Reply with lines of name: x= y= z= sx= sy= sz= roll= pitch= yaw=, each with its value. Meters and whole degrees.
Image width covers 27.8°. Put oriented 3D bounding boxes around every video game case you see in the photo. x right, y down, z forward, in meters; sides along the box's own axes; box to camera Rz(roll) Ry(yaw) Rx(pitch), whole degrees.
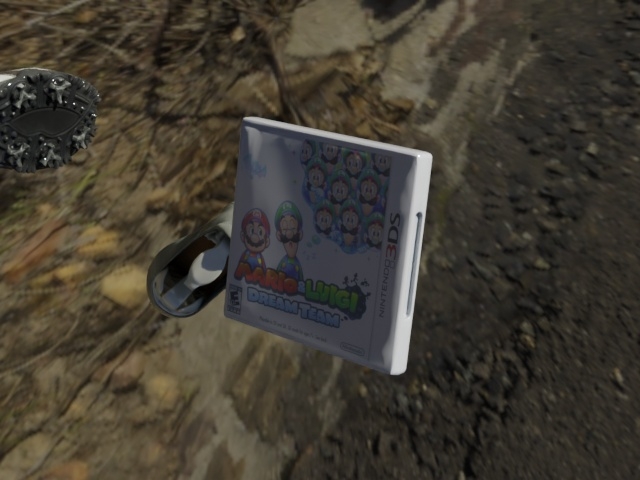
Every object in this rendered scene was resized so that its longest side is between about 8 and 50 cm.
video game case: x=0.000 y=0.000 z=0.855 sx=0.157 sy=0.019 sz=0.143 roll=16 pitch=105 yaw=40

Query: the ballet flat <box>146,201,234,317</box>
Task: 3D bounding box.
ballet flat: x=-0.123 y=0.031 z=1.244 sx=0.072 sy=0.068 sz=0.213 roll=43 pitch=135 yaw=-8

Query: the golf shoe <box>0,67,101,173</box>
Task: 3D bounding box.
golf shoe: x=-0.243 y=-0.089 z=0.887 sx=0.094 sy=0.198 sz=0.077 roll=27 pitch=114 yaw=35
